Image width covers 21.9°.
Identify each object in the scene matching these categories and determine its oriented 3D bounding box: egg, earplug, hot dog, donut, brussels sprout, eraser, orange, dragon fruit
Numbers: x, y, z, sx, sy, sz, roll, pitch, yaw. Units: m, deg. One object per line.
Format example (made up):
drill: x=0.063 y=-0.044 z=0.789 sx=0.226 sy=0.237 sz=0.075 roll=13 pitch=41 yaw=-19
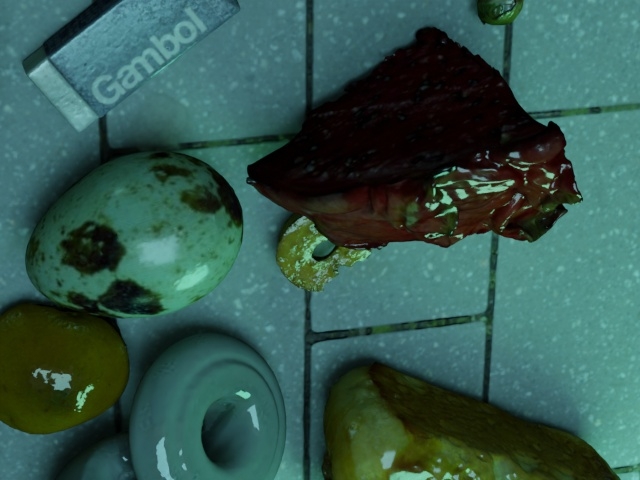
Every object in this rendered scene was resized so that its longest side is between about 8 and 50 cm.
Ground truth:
egg: x=-0.192 y=-0.002 z=1.695 sx=0.231 sy=0.169 sz=0.169 roll=-16 pitch=120 yaw=6
earplug: x=-0.174 y=0.251 z=1.836 sx=0.325 sy=0.175 sz=0.214 roll=-49 pitch=127 yaw=0
hot dog: x=0.160 y=0.312 z=1.939 sx=0.405 sy=0.185 sz=0.223 roll=21 pitch=107 yaw=-24
donut: x=0.000 y=0.000 z=1.821 sx=0.108 sy=0.043 sz=0.097 roll=-31 pitch=120 yaw=2
brussels sprout: x=0.193 y=-0.266 z=1.741 sx=0.051 sy=0.046 sz=0.083 roll=18 pitch=116 yaw=21
eraser: x=-0.189 y=-0.207 z=1.662 sx=0.212 sy=0.046 sz=0.092 roll=-38 pitch=120 yaw=4
orange: x=-0.287 y=0.143 z=1.778 sx=0.170 sy=0.112 sz=0.160 roll=-40 pitch=119 yaw=-8
dragon fruit: x=0.124 y=-0.031 z=1.663 sx=0.286 sy=0.329 sz=0.228 roll=-35 pitch=120 yaw=-12
